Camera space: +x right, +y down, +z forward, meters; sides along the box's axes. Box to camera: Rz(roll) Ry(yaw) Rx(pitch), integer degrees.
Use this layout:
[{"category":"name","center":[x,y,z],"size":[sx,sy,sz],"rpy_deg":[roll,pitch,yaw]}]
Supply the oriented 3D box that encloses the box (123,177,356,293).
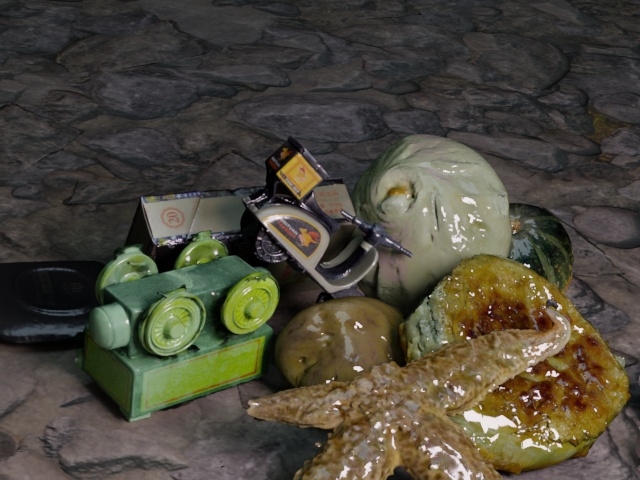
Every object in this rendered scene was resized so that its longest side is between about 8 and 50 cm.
[{"category":"box","center":[-0.121,0.009,1.778],"size":[0.310,0.198,0.084],"rpy_deg":[-7,61,-24]}]

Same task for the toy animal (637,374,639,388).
[{"category":"toy animal","center":[0.531,0.185,1.680],"size":[0.220,0.104,0.130],"rpy_deg":[-15,33,-35]}]

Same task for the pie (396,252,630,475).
[{"category":"pie","center":[0.258,0.156,1.605],"size":[0.288,0.103,0.354],"rpy_deg":[47,44,13]}]

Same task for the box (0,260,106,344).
[{"category":"box","center":[-0.384,0.083,1.756],"size":[0.201,0.042,0.212],"rpy_deg":[-2,29,-20]}]

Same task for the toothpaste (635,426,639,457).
[{"category":"toothpaste","center":[0.557,0.281,1.565],"size":[0.314,0.056,0.058],"rpy_deg":[8,67,-2]}]

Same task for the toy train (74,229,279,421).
[{"category":"toy train","center":[-0.177,0.108,1.596],"size":[0.271,0.188,0.159],"rpy_deg":[-13,34,-38]}]

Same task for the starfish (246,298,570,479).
[{"category":"starfish","center":[0.133,0.241,1.402],"size":[0.431,0.082,0.324],"rpy_deg":[-8,55,-16]}]

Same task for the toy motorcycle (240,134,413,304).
[{"category":"toy motorcycle","center":[0.000,0.000,1.668],"size":[0.157,0.263,0.091],"rpy_deg":[-44,31,2]}]

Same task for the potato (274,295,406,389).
[{"category":"potato","center":[0.039,0.148,1.626],"size":[0.200,0.137,0.155],"rpy_deg":[-18,68,-40]}]

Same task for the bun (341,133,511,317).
[{"category":"bun","center":[0.132,-0.020,1.793],"size":[0.283,0.283,0.179],"rpy_deg":[31,13,39]}]

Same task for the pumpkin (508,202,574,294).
[{"category":"pumpkin","center":[0.293,0.030,1.880],"size":[0.190,0.146,0.190],"rpy_deg":[-11,51,14]}]
